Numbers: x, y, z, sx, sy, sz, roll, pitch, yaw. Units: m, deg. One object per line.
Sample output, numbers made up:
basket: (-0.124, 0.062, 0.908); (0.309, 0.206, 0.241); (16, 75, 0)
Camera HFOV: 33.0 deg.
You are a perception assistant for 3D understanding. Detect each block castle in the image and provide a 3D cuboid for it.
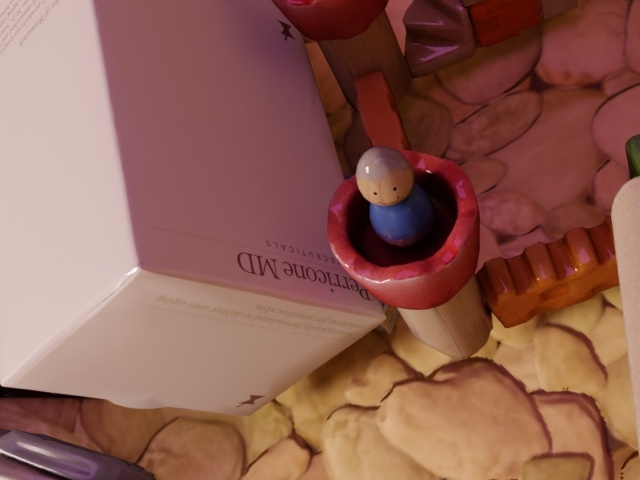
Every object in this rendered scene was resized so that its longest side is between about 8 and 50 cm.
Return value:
block castle: (0.205, -0.146, 0.657); (0.453, 0.213, 0.303); (-20, 58, 9)

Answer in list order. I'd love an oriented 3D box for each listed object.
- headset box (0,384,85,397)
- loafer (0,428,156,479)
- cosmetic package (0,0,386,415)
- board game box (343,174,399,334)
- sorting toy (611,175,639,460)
headset box: (-0.274, 0.009, 0.868); (0.293, 0.110, 0.218); (-4, 63, 22)
loafer: (-0.265, 0.174, 0.786); (0.303, 0.109, 0.095); (9, 73, 24)
cosmetic package: (-0.113, -0.081, 0.735); (0.155, 0.197, 0.365); (-39, 54, 34)
board game box: (0.000, 0.000, 0.801); (0.154, 0.026, 0.103); (15, 72, 29)
sorting toy: (0.235, 0.060, 0.489); (0.196, 0.047, 0.347); (-2, 76, -2)
